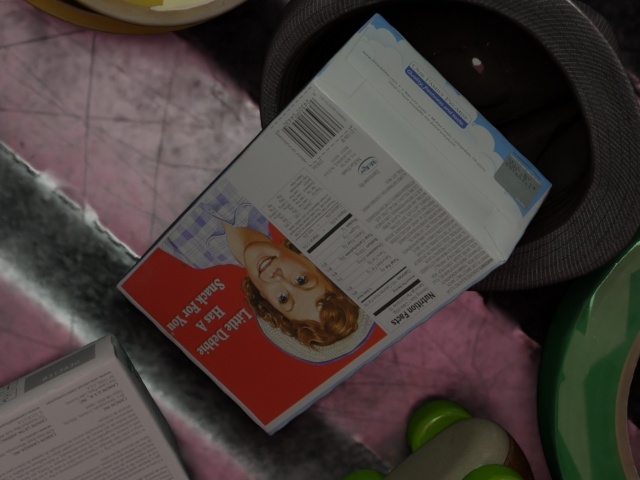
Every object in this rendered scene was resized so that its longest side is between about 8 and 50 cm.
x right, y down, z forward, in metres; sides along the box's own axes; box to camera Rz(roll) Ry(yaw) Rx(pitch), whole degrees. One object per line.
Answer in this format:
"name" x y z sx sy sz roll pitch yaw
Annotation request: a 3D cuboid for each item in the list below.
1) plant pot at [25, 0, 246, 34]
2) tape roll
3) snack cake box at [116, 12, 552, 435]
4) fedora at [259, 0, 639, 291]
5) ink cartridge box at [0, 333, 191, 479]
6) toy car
"plant pot" -0.106 -0.236 0.857 0.254 0.239 0.254 -5 112 -12
"tape roll" 0.317 0.116 1.010 0.321 0.077 0.321 0 95 -1
"snack cake box" 0.000 0.000 0.911 0.152 0.089 0.264 44 135 -5
"fedora" 0.098 -0.093 0.928 0.275 0.124 0.243 -11 116 38
"ink cartridge box" -0.175 0.202 1.027 0.181 0.056 0.224 -27 113 0
"toy car" 0.117 0.228 0.986 0.149 0.155 0.188 -43 107 2
